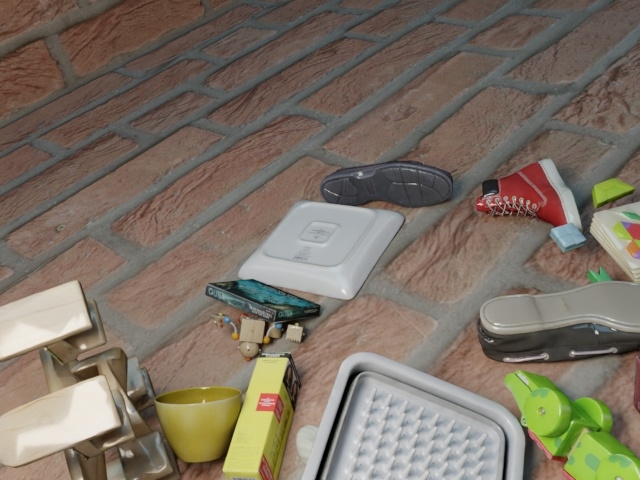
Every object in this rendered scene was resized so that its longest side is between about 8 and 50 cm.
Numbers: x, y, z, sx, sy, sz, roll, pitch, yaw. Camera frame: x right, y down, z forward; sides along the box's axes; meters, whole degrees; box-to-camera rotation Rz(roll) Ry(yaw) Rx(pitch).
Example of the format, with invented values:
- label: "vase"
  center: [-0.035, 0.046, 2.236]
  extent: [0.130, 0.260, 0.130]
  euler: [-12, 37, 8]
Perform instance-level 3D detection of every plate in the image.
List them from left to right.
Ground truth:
- label: "plate"
  center: [0.000, 0.000, 1.533]
  extent: [0.277, 0.045, 0.278]
  euler: [9, 42, 29]

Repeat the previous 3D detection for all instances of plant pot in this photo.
- label: "plant pot"
  center: [-0.185, 0.284, 1.122]
  extent: [0.134, 0.095, 0.134]
  euler: [-4, -1, 0]

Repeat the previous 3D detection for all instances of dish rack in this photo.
- label: "dish rack"
  center: [0.119, 0.323, 0.961]
  extent: [0.285, 0.072, 0.333]
  euler: [21, 42, 2]

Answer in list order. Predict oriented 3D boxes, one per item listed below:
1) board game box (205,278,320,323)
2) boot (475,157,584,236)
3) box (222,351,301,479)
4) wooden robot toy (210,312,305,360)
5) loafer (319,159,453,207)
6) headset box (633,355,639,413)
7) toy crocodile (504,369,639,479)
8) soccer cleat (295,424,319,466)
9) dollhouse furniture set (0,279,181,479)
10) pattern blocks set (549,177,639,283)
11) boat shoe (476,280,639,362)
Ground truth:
- label: "board game box"
  center: [-0.110, 0.112, 1.378]
  extent: [0.186, 0.026, 0.126]
  euler: [17, 12, 38]
- label: "boot"
  center: [0.407, -0.058, 1.445]
  extent: [0.176, 0.088, 0.244]
  euler: [-18, 35, 7]
- label: "box"
  center: [-0.087, 0.286, 1.141]
  extent: [0.058, 0.087, 0.232]
  euler: [-3, 36, 15]
- label: "wooden robot toy"
  center: [-0.119, 0.178, 1.328]
  extent: [0.173, 0.079, 0.076]
  euler: [8, 2, -8]
- label: "loafer"
  center: [0.149, -0.138, 1.620]
  extent: [0.302, 0.109, 0.095]
  euler: [-1, 34, 23]
- label: "headset box"
  center: [0.571, 0.236, 0.955]
  extent: [0.218, 0.110, 0.293]
  euler: [-16, 36, -2]
- label: "toy crocodile"
  center: [0.364, 0.290, 0.973]
  extent: [0.115, 0.105, 0.340]
  euler: [15, 19, -34]
- label: "soccer cleat"
  center: [0.018, 0.325, 1.058]
  extent: [0.068, 0.076, 0.196]
  euler: [-24, 36, -13]
- label: "dollhouse furniture set"
  center: [-0.343, 0.325, 0.969]
  extent: [0.256, 0.362, 0.394]
  euler: [-21, 64, -9]
- label: "pattern blocks set"
  center: [0.587, -0.008, 1.282]
  extent: [0.324, 0.026, 0.285]
  euler: [-26, 55, -18]
- label: "boat shoe"
  center: [0.421, 0.138, 1.176]
  extent: [0.335, 0.096, 0.112]
  euler: [-3, 40, 6]
